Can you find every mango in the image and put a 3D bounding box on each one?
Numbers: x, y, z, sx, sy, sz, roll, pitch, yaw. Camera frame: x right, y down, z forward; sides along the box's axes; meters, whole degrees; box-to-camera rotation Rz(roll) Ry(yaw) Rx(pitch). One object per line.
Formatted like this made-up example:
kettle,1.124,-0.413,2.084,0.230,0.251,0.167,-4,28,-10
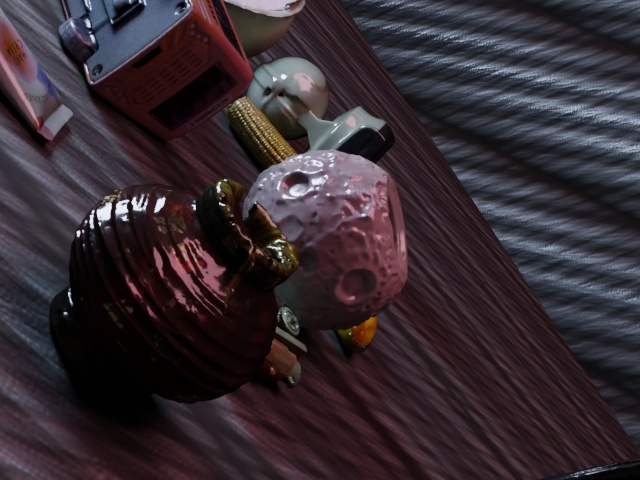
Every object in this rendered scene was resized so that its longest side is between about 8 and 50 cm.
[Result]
mango,0.049,0.112,1.887,0.101,0.066,0.187,53,18,-32

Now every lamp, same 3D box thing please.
lamp,-0.140,0.046,1.190,0.247,0.247,0.247,48,16,-19

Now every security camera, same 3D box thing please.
security camera,-0.020,-0.215,2.200,0.277,0.197,0.191,44,9,-3

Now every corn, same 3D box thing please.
corn,-0.098,-0.174,2.082,0.165,0.063,0.085,52,18,-4

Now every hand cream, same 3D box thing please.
hand cream,-0.406,-0.268,1.410,0.340,0.078,0.124,53,14,-17

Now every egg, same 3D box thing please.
egg,-0.189,-0.438,2.233,0.286,0.174,0.264,17,33,-19

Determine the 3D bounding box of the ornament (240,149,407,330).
ornament,0.000,0.000,1.673,0.259,0.225,0.259,-9,90,-79

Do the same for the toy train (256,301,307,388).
toy train,-0.077,0.125,1.494,0.176,0.074,0.118,41,29,-51

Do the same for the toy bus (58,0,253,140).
toy bus,-0.258,-0.366,1.797,0.233,0.203,0.427,43,19,-47

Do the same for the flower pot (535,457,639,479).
flower pot,0.484,0.490,1.934,0.379,0.379,0.251,21,56,-63
